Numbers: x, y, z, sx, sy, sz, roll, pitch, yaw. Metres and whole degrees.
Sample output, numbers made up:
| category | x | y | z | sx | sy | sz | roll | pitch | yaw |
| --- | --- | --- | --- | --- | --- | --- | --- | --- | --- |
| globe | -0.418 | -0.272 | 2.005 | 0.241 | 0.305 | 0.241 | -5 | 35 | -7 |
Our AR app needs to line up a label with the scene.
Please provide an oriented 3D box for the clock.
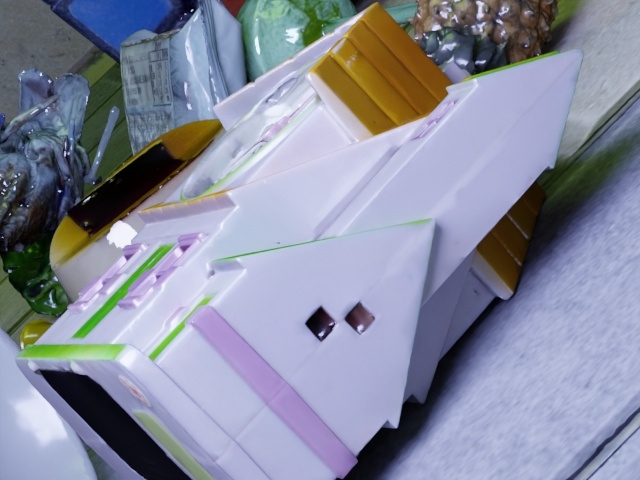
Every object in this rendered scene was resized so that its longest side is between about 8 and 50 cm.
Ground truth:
| category | x | y | z | sx | sy | sz | roll | pitch | yaw |
| --- | --- | --- | --- | --- | --- | --- | --- | --- | --- |
| clock | 0.000 | 0.000 | 1.070 | 0.309 | 0.166 | 0.235 | -46 | 14 | -18 |

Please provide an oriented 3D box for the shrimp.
| category | x | y | z | sx | sy | sz | roll | pitch | yaw |
| --- | --- | --- | --- | --- | --- | --- | --- | --- | --- |
| shrimp | -0.292 | -0.079 | 1.959 | 0.410 | 0.221 | 0.166 | -94 | 12 | -82 |

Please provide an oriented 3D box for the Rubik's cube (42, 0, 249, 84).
| category | x | y | z | sx | sy | sz | roll | pitch | yaw |
| --- | --- | --- | --- | --- | --- | --- | --- | --- | --- |
| Rubik's cube | -0.120 | -0.392 | 2.131 | 0.362 | 0.359 | 0.363 | -44 | 11 | 30 |

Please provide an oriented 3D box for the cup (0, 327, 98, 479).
| category | x | y | z | sx | sy | sz | roll | pitch | yaw |
| --- | --- | --- | --- | --- | --- | --- | --- | --- | --- |
| cup | -0.320 | 0.142 | 1.244 | 0.257 | 0.301 | 0.227 | -34 | -28 | 8 |

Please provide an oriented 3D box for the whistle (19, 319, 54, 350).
| category | x | y | z | sx | sy | sz | roll | pitch | yaw |
| --- | --- | --- | --- | --- | --- | --- | --- | --- | --- |
| whistle | -0.213 | 0.083 | 1.741 | 0.109 | 0.057 | 0.046 | -19 | 72 | 42 |

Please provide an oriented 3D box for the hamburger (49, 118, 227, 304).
| category | x | y | z | sx | sy | sz | roll | pitch | yaw |
| --- | --- | --- | --- | --- | --- | --- | --- | --- | --- |
| hamburger | -0.123 | -0.008 | 1.587 | 0.210 | 0.116 | 0.173 | -42 | 21 | -13 |

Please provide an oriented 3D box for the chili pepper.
| category | x | y | z | sx | sy | sz | roll | pitch | yaw |
| --- | --- | --- | --- | --- | --- | --- | --- | --- | --- |
| chili pepper | -0.278 | 0.016 | 2.021 | 0.099 | 0.083 | 0.253 | -41 | 18 | -5 |

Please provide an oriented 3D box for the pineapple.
| category | x | y | z | sx | sy | sz | roll | pitch | yaw |
| --- | --- | --- | --- | --- | --- | --- | --- | --- | --- |
| pineapple | 0.104 | -0.126 | 1.338 | 0.108 | 0.108 | 0.197 | -30 | 32 | 44 |

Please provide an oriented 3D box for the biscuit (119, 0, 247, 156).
| category | x | y | z | sx | sy | sz | roll | pitch | yaw |
| --- | --- | --- | --- | --- | --- | --- | --- | --- | --- |
| biscuit | -0.128 | -0.126 | 1.846 | 0.079 | 0.186 | 0.309 | -10 | 3 | -19 |

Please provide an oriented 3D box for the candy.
| category | x | y | z | sx | sy | sz | roll | pitch | yaw |
| --- | --- | --- | --- | --- | --- | --- | --- | --- | --- |
| candy | 0.061 | -0.194 | 1.684 | 0.119 | 0.119 | 0.440 | -49 | 22 | -24 |
